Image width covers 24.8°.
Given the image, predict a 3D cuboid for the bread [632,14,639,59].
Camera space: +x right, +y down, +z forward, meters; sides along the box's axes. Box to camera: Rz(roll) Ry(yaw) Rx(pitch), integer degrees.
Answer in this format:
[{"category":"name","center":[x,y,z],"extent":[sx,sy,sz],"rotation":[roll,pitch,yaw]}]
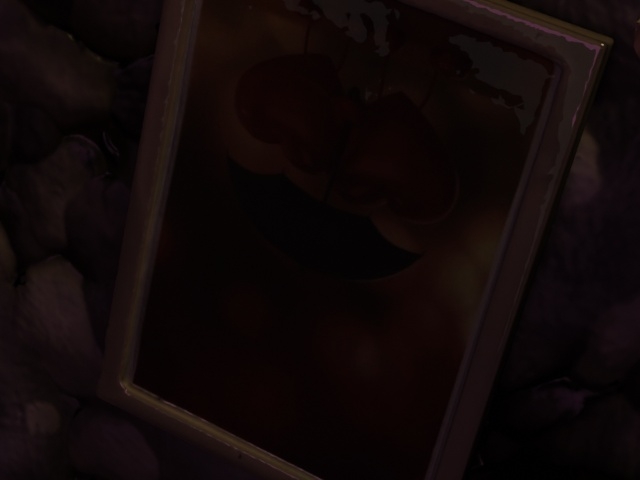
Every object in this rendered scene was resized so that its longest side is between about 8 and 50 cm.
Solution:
[{"category":"bread","center":[0.182,-0.090,0.525],"extent":[0.082,0.106,0.125],"rotation":[48,126,4]}]

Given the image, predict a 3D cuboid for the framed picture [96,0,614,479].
[{"category":"framed picture","center":[0.000,0.000,0.711],"extent":[0.211,0.020,0.289],"rotation":[24,120,18]}]
